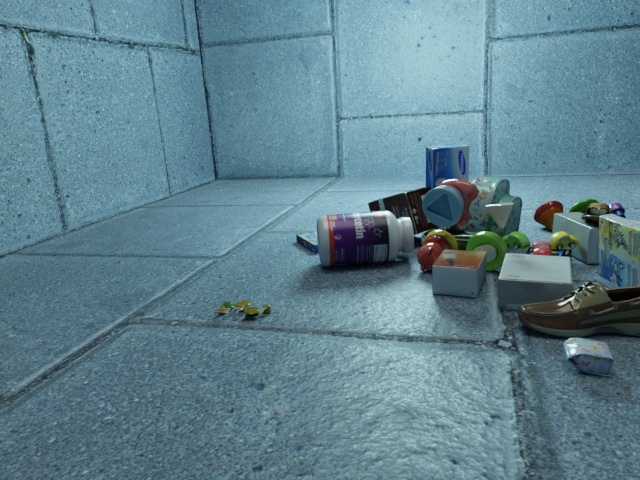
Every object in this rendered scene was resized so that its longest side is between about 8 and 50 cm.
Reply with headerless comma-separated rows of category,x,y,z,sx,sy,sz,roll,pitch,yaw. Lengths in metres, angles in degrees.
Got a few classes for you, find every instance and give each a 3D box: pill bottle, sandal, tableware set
pill bottle,0.152,-0.009,1.811,0.323,0.181,0.181,-5,15,-3
sandal,0.918,-0.097,1.707,0.090,0.060,0.219,11,18,37
tableware set,-0.216,0.196,1.460,0.154,0.024,0.104,-2,12,13

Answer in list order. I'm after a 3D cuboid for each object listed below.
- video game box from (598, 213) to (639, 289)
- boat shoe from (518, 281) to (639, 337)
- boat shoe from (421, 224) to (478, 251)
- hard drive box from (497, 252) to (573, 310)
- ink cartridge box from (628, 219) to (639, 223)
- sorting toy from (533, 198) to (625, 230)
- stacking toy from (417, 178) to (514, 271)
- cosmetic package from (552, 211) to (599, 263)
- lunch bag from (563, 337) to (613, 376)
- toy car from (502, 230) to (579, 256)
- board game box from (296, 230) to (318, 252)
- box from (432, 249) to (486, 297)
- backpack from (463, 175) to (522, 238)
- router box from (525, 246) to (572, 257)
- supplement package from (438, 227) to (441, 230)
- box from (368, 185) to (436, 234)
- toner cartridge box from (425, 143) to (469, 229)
video game box,0.822,0.048,1.399,0.048,0.205,0.187,-9,15,-5
boat shoe,0.633,0.152,1.222,0.325,0.116,0.123,-3,15,5
boat shoe,0.479,-0.010,1.850,0.121,0.119,0.335,-11,16,-24
hard drive box,0.591,0.113,1.431,0.181,0.089,0.232,3,16,24
ink cartridge box,1.064,-0.001,1.730,0.159,0.092,0.218,1,18,19
sorting toy,1.048,-0.079,2.066,0.366,0.127,0.126,-2,44,-4
stacking toy,0.438,-0.019,1.629,0.280,0.308,0.130,18,32,30
cosmetic package,0.886,-0.013,1.752,0.107,0.127,0.238,-2,13,-1
lunch bag,0.544,0.236,1.063,0.083,0.053,0.071,10,21,14
toy car,0.691,0.004,1.699,0.239,0.053,0.225,-16,18,-37
board game box,0.000,0.000,2.092,0.136,0.035,0.201,-10,17,-22
box,0.413,0.094,1.540,0.130,0.090,0.170,3,17,24
backpack,0.628,-0.107,1.917,0.191,0.253,0.225,9,19,39
router box,0.717,0.068,1.645,0.133,0.046,0.179,3,16,28
supplement package,0.565,-0.073,2.092,0.105,0.105,0.179,11,22,44
box,0.332,-0.105,2.059,0.167,0.168,0.203,-18,4,-41
toner cartridge box,0.531,-0.222,2.186,0.165,0.347,0.075,-8,17,-12
